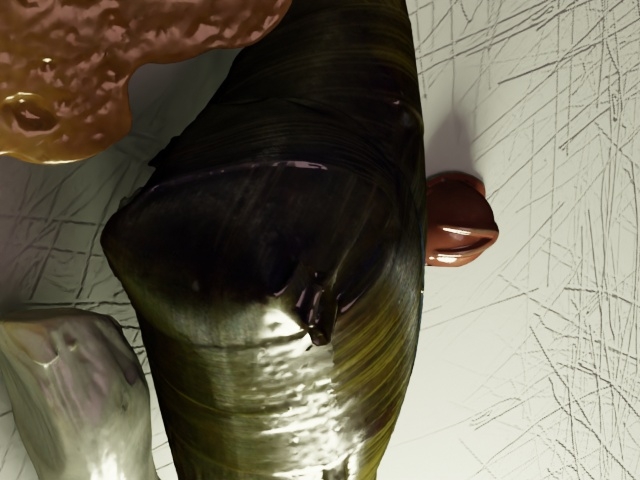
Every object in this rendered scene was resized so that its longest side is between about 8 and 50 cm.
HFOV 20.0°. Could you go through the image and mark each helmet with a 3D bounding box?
[{"bbox_3d":[0.126,-0.012,1.603,0.111,0.057,0.089,-14,116,-39],"label":"helmet"}]

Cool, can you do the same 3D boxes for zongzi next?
[{"bbox_3d":[0.000,0.000,1.424,0.403,0.207,0.432,85,20,-46],"label":"zongzi"}]

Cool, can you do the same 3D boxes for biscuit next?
[{"bbox_3d":[-0.181,-0.203,1.173,0.351,0.057,0.312,35,97,-38],"label":"biscuit"}]

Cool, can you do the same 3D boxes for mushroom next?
[{"bbox_3d":[-0.168,0.171,1.382,0.109,0.097,0.351,-70,154,-43],"label":"mushroom"}]
